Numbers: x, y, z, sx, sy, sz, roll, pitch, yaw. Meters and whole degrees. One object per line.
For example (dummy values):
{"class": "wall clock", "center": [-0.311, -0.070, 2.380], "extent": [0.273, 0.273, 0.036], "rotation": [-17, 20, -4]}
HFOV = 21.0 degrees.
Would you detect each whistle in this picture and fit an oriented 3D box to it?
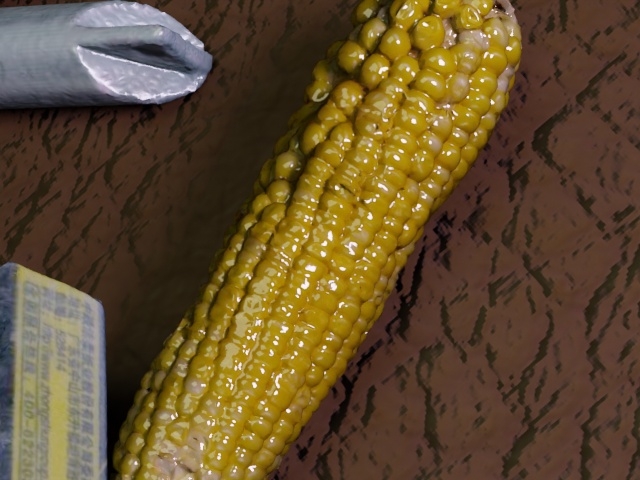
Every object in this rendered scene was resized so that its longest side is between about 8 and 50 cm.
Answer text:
{"class": "whistle", "center": [-0.212, -0.106, 1.013], "extent": [0.312, 0.062, 0.062], "rotation": [0, 64, 25]}

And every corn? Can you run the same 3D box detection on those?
{"class": "corn", "center": [0.000, 0.000, 0.839], "extent": [0.097, 0.097, 0.320], "rotation": [24, 79, 33]}

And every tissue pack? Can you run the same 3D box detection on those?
{"class": "tissue pack", "center": [-0.179, 0.163, 0.815], "extent": [0.185, 0.081, 0.257], "rotation": [-29, 51, 37]}
